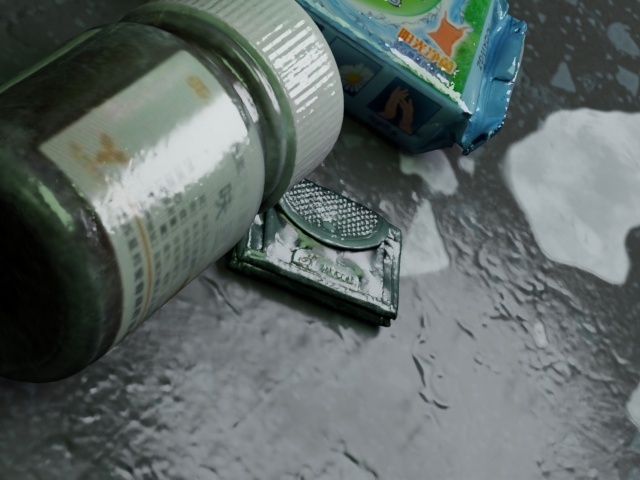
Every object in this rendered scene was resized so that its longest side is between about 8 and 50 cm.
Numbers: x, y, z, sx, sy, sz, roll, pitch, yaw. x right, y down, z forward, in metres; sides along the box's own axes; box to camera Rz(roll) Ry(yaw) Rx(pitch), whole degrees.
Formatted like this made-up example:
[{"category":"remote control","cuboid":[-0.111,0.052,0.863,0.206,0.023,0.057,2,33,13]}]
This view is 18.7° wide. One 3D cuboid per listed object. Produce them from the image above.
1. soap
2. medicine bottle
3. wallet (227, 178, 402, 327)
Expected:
[{"category":"soap","cuboid":[0.018,-0.183,1.420,0.293,0.077,0.156,31,49,-16]},{"category":"medicine bottle","cuboid":[-0.117,-0.046,1.178,0.165,0.165,0.273,49,47,1]},{"category":"wallet","cuboid":[0.000,0.000,1.326,0.129,0.026,0.088,22,52,-23]}]
